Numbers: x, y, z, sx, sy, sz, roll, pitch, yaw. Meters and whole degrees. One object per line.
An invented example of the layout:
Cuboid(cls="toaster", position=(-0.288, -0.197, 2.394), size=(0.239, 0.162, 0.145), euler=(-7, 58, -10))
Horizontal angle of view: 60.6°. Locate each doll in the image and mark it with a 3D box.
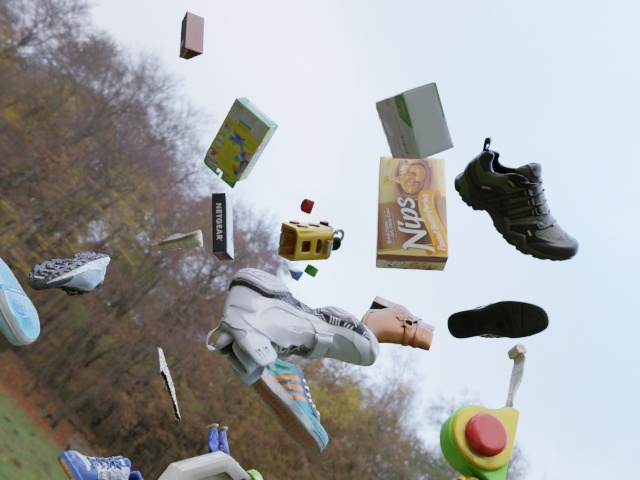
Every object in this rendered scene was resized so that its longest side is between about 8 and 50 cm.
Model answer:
Cuboid(cls="doll", position=(-0.278, 0.611, 1.517), size=(0.046, 0.188, 0.129), euler=(-33, -45, 23))

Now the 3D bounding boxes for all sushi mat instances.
Cuboid(cls="sushi mat", position=(-0.457, 0.420, 1.635), size=(0.316, 0.019, 0.151), euler=(-176, -110, -72))

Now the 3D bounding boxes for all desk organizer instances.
Cuboid(cls="desk organizer", position=(-0.342, -0.541, 1.458), size=(0.050, 0.130, 0.047), euler=(12, -28, -30))

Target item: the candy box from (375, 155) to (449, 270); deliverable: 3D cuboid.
Cuboid(cls="candy box", position=(0.245, -0.078, 1.484), size=(0.183, 0.316, 0.087), euler=(2, -28, 5))

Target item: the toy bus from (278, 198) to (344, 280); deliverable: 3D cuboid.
Cuboid(cls="toy bus", position=(-0.010, 0.005, 1.438), size=(0.104, 0.202, 0.191), euler=(24, -25, 51))

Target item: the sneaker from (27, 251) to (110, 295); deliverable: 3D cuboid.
Cuboid(cls="sneaker", position=(-0.623, 0.097, 1.381), size=(0.100, 0.271, 0.107), euler=(8, -83, 10))

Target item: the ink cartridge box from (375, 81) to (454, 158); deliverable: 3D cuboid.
Cuboid(cls="ink cartridge box", position=(0.216, -0.278, 1.296), size=(0.212, 0.093, 0.154), euler=(-145, -145, -76))

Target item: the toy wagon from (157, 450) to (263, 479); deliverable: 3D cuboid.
Cuboid(cls="toy wagon", position=(-0.232, 0.569, 0.988), size=(0.068, 0.267, 0.344), euler=(6, -90, 44))

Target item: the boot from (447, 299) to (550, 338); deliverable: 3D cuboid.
Cuboid(cls="boot", position=(0.442, 0.183, 1.293), size=(0.237, 0.179, 0.085), euler=(-14, -100, 40))

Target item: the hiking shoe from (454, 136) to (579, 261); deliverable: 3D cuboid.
Cuboid(cls="hiking shoe", position=(0.322, -0.062, 0.867), size=(0.227, 0.086, 0.114), euler=(41, -48, 17))

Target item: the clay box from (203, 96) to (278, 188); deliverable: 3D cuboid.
Cuboid(cls="clay box", position=(-0.223, -0.264, 1.501), size=(0.127, 0.053, 0.222), euler=(43, -59, 9))

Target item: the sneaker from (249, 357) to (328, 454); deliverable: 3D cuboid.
Cuboid(cls="sneaker", position=(-0.068, 0.374, 1.341), size=(0.302, 0.121, 0.108), euler=(46, -40, 24))

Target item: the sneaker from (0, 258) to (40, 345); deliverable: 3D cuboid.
Cuboid(cls="sneaker", position=(-0.891, 0.195, 1.443), size=(0.319, 0.208, 0.127), euler=(47, -9, 25))

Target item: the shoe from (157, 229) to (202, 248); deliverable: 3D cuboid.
Cuboid(cls="shoe", position=(-0.511, 0.009, 1.994), size=(0.219, 0.076, 0.058), euler=(-9, -70, 36))

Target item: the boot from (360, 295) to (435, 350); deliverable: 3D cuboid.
Cuboid(cls="boot", position=(0.225, 0.293, 1.670), size=(0.220, 0.283, 0.109), euler=(27, -63, 11))

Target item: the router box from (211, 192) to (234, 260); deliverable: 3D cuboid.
Cuboid(cls="router box", position=(-0.289, -0.039, 1.619), size=(0.133, 0.046, 0.178), euler=(94, -8, -78))

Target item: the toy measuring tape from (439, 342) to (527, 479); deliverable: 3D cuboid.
Cuboid(cls="toy measuring tape", position=(0.288, 0.301, 0.976), size=(0.122, 0.330, 0.121), euler=(17, -41, 15))

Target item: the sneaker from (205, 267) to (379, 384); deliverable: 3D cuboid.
Cuboid(cls="sneaker", position=(-0.061, 0.224, 1.166), size=(0.366, 0.210, 0.137), euler=(29, -39, -3))

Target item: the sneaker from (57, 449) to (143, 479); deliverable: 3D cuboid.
Cuboid(cls="sneaker", position=(-0.612, 0.644, 1.537), size=(0.112, 0.131, 0.296), euler=(34, -25, 40))
